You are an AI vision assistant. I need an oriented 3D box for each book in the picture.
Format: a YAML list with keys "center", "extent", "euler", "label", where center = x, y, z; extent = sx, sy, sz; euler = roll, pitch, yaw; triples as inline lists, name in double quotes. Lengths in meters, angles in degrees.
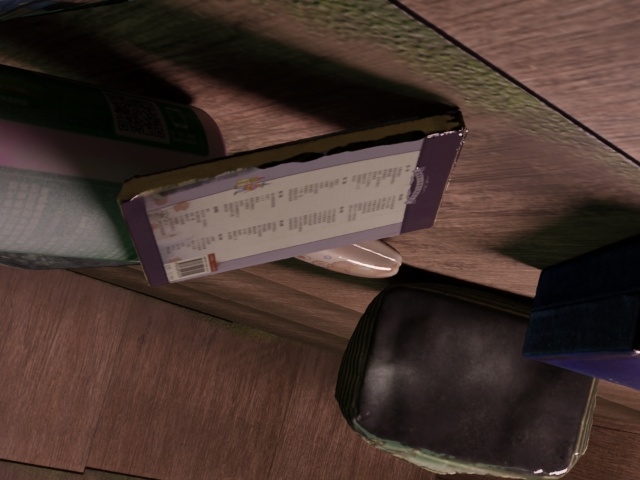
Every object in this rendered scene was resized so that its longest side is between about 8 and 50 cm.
- center: [-0.019, -0.027, 0.664]
  extent: [0.231, 0.026, 0.157]
  euler: [-12, 159, -8]
  label: "book"

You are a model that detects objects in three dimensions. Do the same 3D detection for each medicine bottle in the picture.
- center: [-0.209, -0.055, 0.668]
  extent: [0.274, 0.134, 0.133]
  euler: [6, 178, -43]
  label: "medicine bottle"

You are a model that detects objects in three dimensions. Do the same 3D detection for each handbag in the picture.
- center: [0.193, 0.187, 1.292]
  extent: [0.340, 0.247, 0.240]
  euler: [12, -179, -2]
  label: "handbag"

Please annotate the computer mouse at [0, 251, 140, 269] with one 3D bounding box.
- center: [-0.270, -0.046, 0.999]
  extent: [0.373, 0.114, 0.203]
  euler: [-4, 157, 38]
  label: "computer mouse"

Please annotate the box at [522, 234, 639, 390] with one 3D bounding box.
- center: [0.365, 0.095, 0.887]
  extent: [0.261, 0.116, 0.279]
  euler: [15, 171, -4]
  label: "box"

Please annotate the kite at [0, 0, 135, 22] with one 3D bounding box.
- center: [-0.234, -0.121, 0.472]
  extent: [0.314, 0.012, 0.335]
  euler: [-12, -173, -30]
  label: "kite"

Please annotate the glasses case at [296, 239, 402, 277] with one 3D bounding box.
- center: [0.000, 0.000, 1.034]
  extent: [0.204, 0.051, 0.081]
  euler: [20, 169, -29]
  label: "glasses case"
